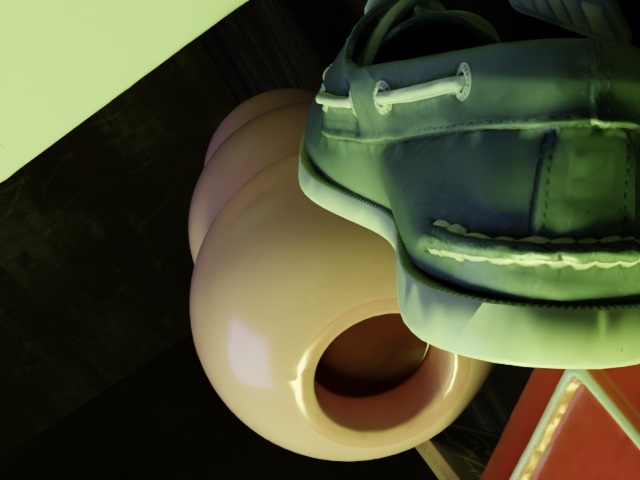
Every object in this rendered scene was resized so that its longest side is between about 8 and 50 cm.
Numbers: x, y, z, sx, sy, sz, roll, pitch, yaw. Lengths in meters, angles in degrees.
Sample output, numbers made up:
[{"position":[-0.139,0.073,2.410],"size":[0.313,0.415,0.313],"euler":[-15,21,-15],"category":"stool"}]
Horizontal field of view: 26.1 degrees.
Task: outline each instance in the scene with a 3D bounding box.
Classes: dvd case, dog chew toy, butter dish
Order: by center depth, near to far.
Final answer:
[{"position":[0.147,0.114,0.522],"size":[0.160,0.118,0.160],"euler":[54,132,44],"category":"butter dish"},{"position":[0.152,0.161,0.874],"size":[0.164,0.018,0.221],"euler":[15,-174,-10],"category":"dvd case"},{"position":[0.000,0.000,0.957],"size":[0.207,0.206,0.332],"euler":[58,-177,-32],"category":"dog chew toy"}]

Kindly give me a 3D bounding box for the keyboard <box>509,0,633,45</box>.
[{"position":[0.023,-0.165,0.393],"size":[0.256,0.014,0.072],"euler":[58,178,-28],"category":"keyboard"}]

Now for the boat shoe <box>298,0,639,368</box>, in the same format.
[{"position":[0.057,-0.049,0.524],"size":[0.319,0.116,0.099],"euler":[-112,22,-73],"category":"boat shoe"}]

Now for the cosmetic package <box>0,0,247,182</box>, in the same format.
[{"position":[-0.322,-0.229,0.904],"size":[0.327,0.393,0.329],"euler":[46,-166,-44],"category":"cosmetic package"}]
